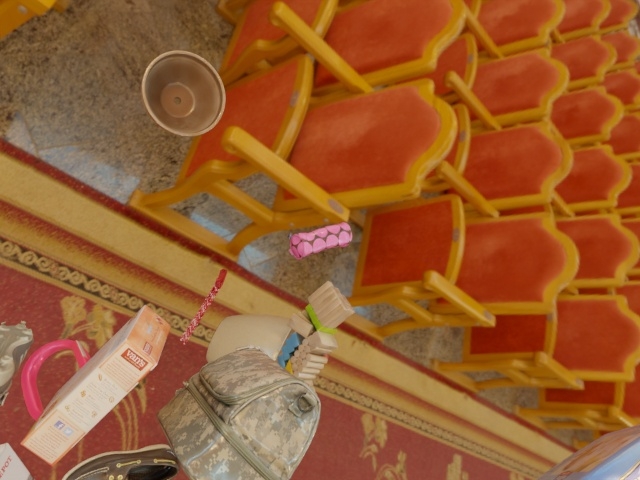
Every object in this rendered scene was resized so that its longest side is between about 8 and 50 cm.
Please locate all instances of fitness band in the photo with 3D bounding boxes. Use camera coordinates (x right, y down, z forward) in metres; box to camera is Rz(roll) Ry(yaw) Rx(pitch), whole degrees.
[{"bbox_3d":[-0.816,0.434,1.543,0.209,0.291,0.054,-35,143,-10],"label":"fitness band"}]

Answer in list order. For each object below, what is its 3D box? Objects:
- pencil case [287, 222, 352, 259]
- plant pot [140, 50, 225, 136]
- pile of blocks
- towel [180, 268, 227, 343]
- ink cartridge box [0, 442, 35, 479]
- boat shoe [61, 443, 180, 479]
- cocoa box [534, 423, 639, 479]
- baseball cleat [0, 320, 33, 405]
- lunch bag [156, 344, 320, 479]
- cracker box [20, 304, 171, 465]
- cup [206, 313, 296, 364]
[{"bbox_3d":[0.000,0.000,1.619,0.209,0.098,0.095,-13,67,-34],"label":"pencil case"},{"bbox_3d":[-0.407,-0.417,1.444,0.237,0.109,0.238,-1,93,-29],"label":"plant pot"},{"bbox_3d":[-0.022,0.297,1.424,0.112,0.149,0.362,28,92,-51],"label":"pile of blocks"},{"bbox_3d":[-0.433,0.238,1.852,0.031,0.199,0.275,32,95,-9],"label":"towel"},{"bbox_3d":[-0.815,0.713,1.244,0.223,0.128,0.308,-106,179,-67],"label":"ink cartridge box"},{"bbox_3d":[-0.404,0.481,1.016,0.227,0.068,0.081,-1,103,-39],"label":"boat shoe"},{"bbox_3d":[0.555,0.476,0.865,0.228,0.231,0.347,58,-8,27],"label":"cocoa box"},{"bbox_3d":[-0.564,0.220,0.866,0.072,0.206,0.110,18,96,-19],"label":"baseball cleat"},{"bbox_3d":[-0.154,0.350,0.984,0.256,0.305,0.213,-42,108,-19],"label":"lunch bag"},{"bbox_3d":[-0.358,0.229,0.815,0.232,0.156,0.067,-45,105,3],"label":"cracker box"},{"bbox_3d":[-0.250,0.386,1.712,0.236,0.331,0.331,23,52,7],"label":"cup"}]
